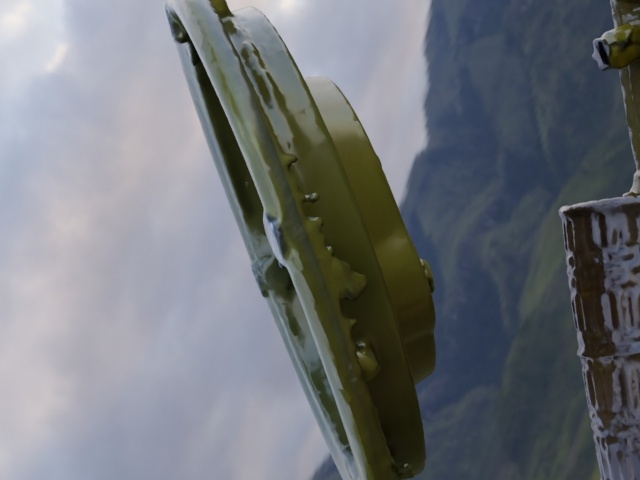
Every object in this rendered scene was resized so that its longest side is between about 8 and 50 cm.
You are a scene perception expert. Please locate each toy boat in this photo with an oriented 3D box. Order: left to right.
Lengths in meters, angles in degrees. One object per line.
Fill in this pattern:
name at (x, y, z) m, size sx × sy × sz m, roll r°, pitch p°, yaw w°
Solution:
toy boat at (0.132, 0.013, 0.443) m, size 0.068 × 0.088 × 0.226 m, roll 168°, pitch 94°, yaw -72°

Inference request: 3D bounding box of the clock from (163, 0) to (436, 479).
clock at (0.000, 0.000, 0.502) m, size 0.237 × 0.057 × 0.237 m, roll 159°, pitch 90°, yaw -83°
